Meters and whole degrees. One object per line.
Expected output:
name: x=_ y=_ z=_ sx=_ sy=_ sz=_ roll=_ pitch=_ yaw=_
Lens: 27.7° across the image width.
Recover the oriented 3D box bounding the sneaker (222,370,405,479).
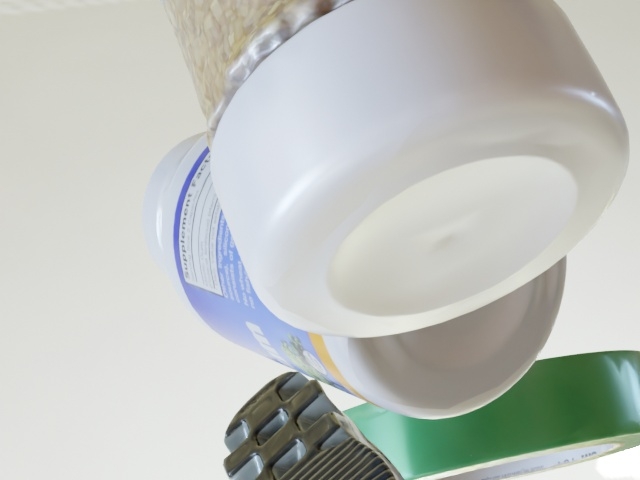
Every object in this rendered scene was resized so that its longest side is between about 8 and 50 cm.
sneaker: x=0.029 y=0.209 z=0.868 sx=0.122 sy=0.330 sz=0.146 roll=-39 pitch=-71 yaw=6

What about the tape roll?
tape roll: x=0.155 y=0.179 z=1.200 sx=0.321 sy=0.321 sz=0.077 roll=-8 pitch=-106 yaw=-18

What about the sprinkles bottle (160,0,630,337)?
sprinkles bottle: x=-0.018 y=-0.142 z=0.467 sx=0.121 sy=0.121 sz=0.355 roll=-10 pitch=-122 yaw=-20

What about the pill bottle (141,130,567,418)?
pill bottle: x=0.000 y=0.000 z=0.753 sx=0.152 sy=0.272 sz=0.152 roll=-5 pitch=-80 yaw=-30
